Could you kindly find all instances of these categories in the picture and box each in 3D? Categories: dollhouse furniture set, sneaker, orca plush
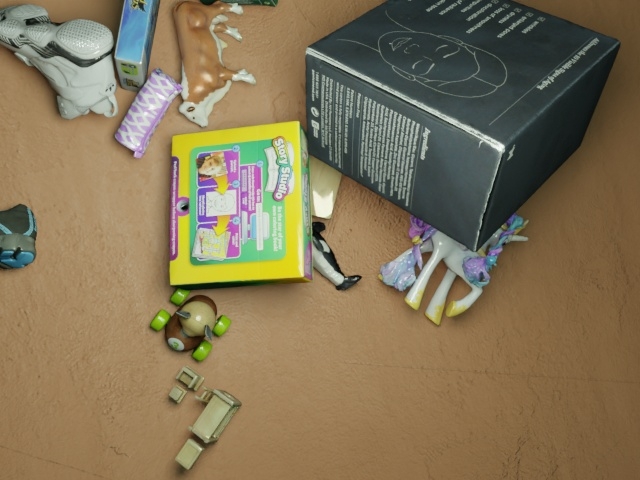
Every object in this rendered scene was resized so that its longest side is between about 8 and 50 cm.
[{"bbox_3d":[-0.313,0.426,1.521,0.161,0.101,0.182,33,81,14],"label":"dollhouse furniture set"},{"bbox_3d":[-0.809,-0.005,1.400,0.341,0.125,0.139,-2,61,-11],"label":"sneaker"},{"bbox_3d":[-0.611,-0.399,1.424,0.366,0.210,0.137,18,44,20],"label":"sneaker"},{"bbox_3d":[0.000,0.000,1.576,0.287,0.151,0.102,40,67,-12],"label":"orca plush"}]

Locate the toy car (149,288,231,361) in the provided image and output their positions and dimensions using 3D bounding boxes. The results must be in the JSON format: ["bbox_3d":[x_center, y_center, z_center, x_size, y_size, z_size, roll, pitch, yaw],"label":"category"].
[{"bbox_3d":[-0.299,0.198,1.463,0.155,0.188,0.149,38,80,-10],"label":"toy car"}]

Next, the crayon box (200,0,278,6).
[{"bbox_3d":[-0.188,-0.746,1.535,0.203,0.083,0.323,7,85,16],"label":"crayon box"}]

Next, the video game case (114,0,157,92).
[{"bbox_3d":[-0.410,-0.501,1.431,0.061,0.244,0.269,10,86,-15],"label":"video game case"}]

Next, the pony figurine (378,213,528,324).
[{"bbox_3d":[0.322,0.005,1.605,0.351,0.303,0.363,38,95,-17],"label":"pony figurine"}]

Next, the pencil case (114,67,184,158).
[{"bbox_3d":[-0.402,-0.302,1.481,0.088,0.086,0.206,39,103,19],"label":"pencil case"}]

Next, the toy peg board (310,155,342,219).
[{"bbox_3d":[-0.032,-0.145,1.609,0.161,0.079,0.161,14,84,3],"label":"toy peg board"}]

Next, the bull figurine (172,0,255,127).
[{"bbox_3d":[-0.269,-0.439,1.539,0.188,0.101,0.310,-9,93,-18],"label":"bull figurine"}]

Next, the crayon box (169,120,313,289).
[{"bbox_3d":[-0.182,-0.077,1.455,0.313,0.106,0.363,-4,78,10],"label":"crayon box"}]

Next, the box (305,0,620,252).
[{"bbox_3d":[0.296,-0.308,1.381,0.472,0.297,0.480,34,56,28],"label":"box"}]
